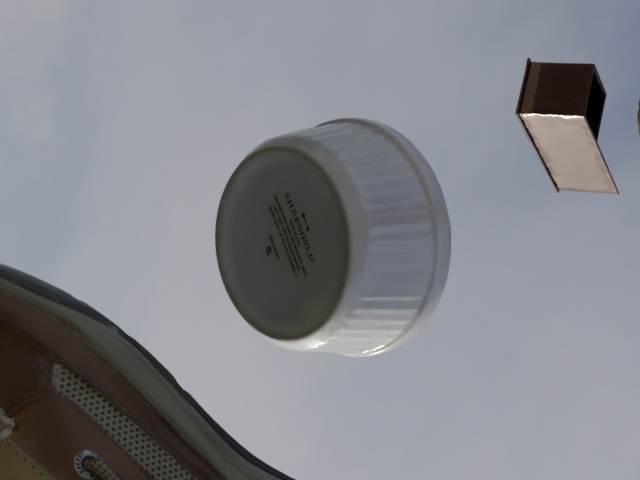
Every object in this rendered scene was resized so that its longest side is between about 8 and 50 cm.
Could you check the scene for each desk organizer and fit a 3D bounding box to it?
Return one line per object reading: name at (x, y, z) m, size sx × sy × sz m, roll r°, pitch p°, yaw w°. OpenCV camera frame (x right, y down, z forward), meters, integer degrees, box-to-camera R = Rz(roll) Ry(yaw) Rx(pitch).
desk organizer at (0.188, -0.082, 1.134) m, size 0.050 × 0.130 × 0.047 m, roll 5°, pitch -112°, yaw 25°

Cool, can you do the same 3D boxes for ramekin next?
ramekin at (0.000, 0.000, 1.671) m, size 0.273 × 0.127 × 0.272 m, roll 5°, pitch -83°, yaw 45°

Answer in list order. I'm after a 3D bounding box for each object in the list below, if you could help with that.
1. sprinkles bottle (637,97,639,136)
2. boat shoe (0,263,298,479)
sprinkles bottle at (0.387, -0.135, 1.462) m, size 0.121 × 0.121 × 0.355 m, roll -59°, pitch 168°, yaw 20°
boat shoe at (-0.094, 0.115, 0.583) m, size 0.122 × 0.324 × 0.120 m, roll -54°, pitch -171°, yaw 34°
